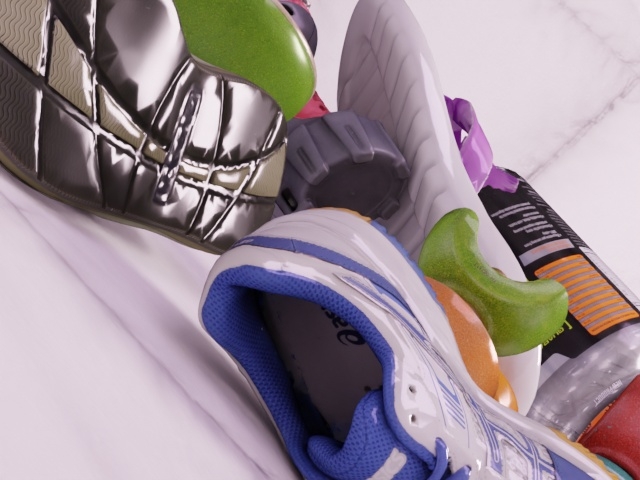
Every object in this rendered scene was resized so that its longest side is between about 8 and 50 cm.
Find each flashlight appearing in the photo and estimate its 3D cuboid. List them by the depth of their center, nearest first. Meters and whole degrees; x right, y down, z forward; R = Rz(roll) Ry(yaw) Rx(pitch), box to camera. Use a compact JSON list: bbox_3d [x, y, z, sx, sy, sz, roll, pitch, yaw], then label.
[{"bbox_3d":[-0.015,-0.113,1.456,0.103,0.103,0.304,8,27,-27],"label":"flashlight"}]

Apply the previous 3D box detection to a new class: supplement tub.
[{"bbox_3d":[0.207,0.092,1.780,0.316,0.193,0.193,51,6,31],"label":"supplement tub"}]

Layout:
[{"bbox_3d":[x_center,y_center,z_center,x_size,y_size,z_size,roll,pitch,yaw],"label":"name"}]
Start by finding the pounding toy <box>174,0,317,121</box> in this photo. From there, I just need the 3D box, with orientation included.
[{"bbox_3d":[-0.114,-0.106,1.296,0.183,0.110,0.237,36,-24,-2],"label":"pounding toy"}]

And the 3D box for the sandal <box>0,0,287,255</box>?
[{"bbox_3d":[-0.111,-0.067,0.934,0.086,0.120,0.303,18,-11,27],"label":"sandal"}]

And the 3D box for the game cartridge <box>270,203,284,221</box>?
[{"bbox_3d":[0.000,0.000,1.574,0.297,0.062,0.198,43,2,-43],"label":"game cartridge"}]

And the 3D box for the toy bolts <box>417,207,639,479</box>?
[{"bbox_3d":[0.099,0.135,1.148,0.228,0.158,0.218,38,-38,13],"label":"toy bolts"}]

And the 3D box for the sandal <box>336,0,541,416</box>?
[{"bbox_3d":[0.098,-0.022,1.410,0.102,0.169,0.416,3,47,-21],"label":"sandal"}]

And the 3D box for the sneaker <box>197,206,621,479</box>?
[{"bbox_3d":[0.048,0.115,0.887,0.296,0.112,0.131,46,22,11],"label":"sneaker"}]
